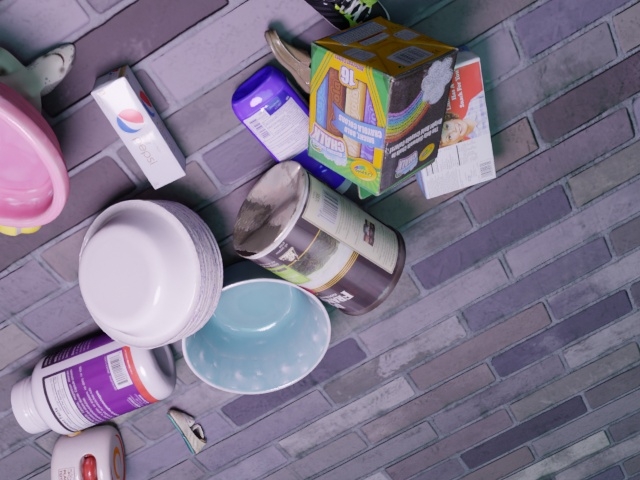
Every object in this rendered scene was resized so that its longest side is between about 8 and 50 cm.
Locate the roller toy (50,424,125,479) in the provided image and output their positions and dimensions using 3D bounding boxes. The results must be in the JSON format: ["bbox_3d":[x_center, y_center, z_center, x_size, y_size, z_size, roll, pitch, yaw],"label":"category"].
[{"bbox_3d":[-0.557,0.545,1.579,0.146,0.191,0.209,-7,123,-6],"label":"roller toy"}]

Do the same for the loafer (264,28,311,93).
[{"bbox_3d":[-0.047,-0.334,1.211,0.050,0.056,0.148,-37,131,11],"label":"loafer"}]

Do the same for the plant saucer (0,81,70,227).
[{"bbox_3d":[-0.564,-0.159,1.092,0.332,0.084,0.332,10,142,8],"label":"plant saucer"}]

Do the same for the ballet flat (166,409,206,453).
[{"bbox_3d":[-0.335,0.471,1.670,0.052,0.057,0.168,-35,130,-22],"label":"ballet flat"}]

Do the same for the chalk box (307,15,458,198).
[{"bbox_3d":[0.099,-0.212,1.172,0.180,0.179,0.289,-31,142,-35],"label":"chalk box"}]

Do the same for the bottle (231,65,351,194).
[{"bbox_3d":[-0.044,-0.197,1.273,0.118,0.092,0.283,-34,122,17],"label":"bottle"}]

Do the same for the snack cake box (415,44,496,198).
[{"bbox_3d":[0.248,-0.230,1.313,0.152,0.089,0.264,-17,123,2],"label":"snack cake box"}]

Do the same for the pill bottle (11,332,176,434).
[{"bbox_3d":[-0.493,0.307,1.449,0.322,0.181,0.182,-21,123,3],"label":"pill bottle"}]

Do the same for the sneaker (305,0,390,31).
[{"bbox_3d":[0.024,-0.415,1.146,0.234,0.097,0.084,25,114,-24],"label":"sneaker"}]

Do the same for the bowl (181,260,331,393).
[{"bbox_3d":[-0.142,0.165,1.440,0.311,0.163,0.312,-5,123,-7],"label":"bowl"}]

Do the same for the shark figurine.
[{"bbox_3d":[-0.570,-0.266,1.126,0.278,0.116,0.166,3,88,-22],"label":"shark figurine"}]

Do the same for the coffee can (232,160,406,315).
[{"bbox_3d":[0.000,0.000,1.278,0.275,0.201,0.201,32,111,-32],"label":"coffee can"}]

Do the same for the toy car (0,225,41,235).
[{"bbox_3d":[-0.676,-0.073,1.248,0.239,0.053,0.225,-17,124,-1],"label":"toy car"}]

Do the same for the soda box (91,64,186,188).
[{"bbox_3d":[-0.329,-0.207,1.220,0.069,0.074,0.216,-25,123,5],"label":"soda box"}]

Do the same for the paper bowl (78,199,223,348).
[{"bbox_3d":[-0.339,0.064,1.260,0.284,0.148,0.284,1,93,21],"label":"paper bowl"}]
